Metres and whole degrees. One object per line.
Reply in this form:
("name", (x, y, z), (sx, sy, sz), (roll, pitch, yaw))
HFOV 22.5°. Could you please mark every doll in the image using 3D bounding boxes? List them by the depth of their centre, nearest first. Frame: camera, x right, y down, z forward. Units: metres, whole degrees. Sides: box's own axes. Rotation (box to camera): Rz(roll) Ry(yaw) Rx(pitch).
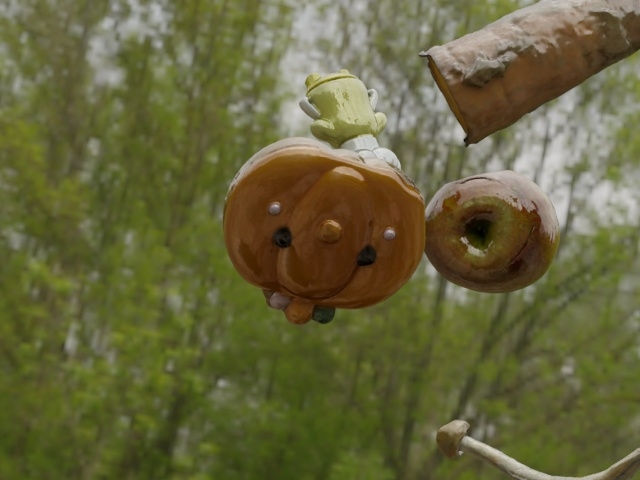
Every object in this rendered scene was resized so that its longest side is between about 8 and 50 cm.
("doll", (0.035, -0.126, 1.867), (0.106, 0.162, 0.062), (-10, -24, -29))

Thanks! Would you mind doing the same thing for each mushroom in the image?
("mushroom", (0.235, 0.219, 1.582), (0.306, 0.043, 0.068), (1, -54, 46))

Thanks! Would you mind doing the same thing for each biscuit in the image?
("biscuit", (0.000, 0.002, 1.306), (0.170, 0.170, 0.050), (14, 27, -10))

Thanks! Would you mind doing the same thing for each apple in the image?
("apple", (0.210, -0.007, 1.957), (0.163, 0.146, 0.147), (-15, -2, 15))

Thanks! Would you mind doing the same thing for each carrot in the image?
("carrot", (0.226, -0.177, 1.447), (0.263, 0.102, 0.102), (-23, -18, -2))
